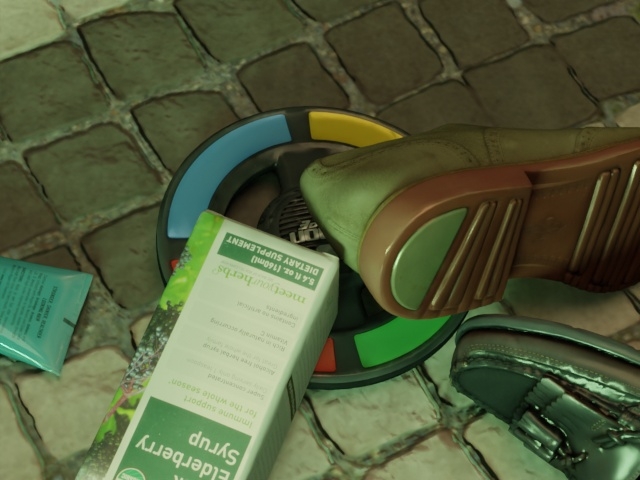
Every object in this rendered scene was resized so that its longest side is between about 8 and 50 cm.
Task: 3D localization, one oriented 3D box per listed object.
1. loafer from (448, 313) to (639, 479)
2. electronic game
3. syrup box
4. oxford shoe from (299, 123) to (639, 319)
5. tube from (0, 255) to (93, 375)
[{"bbox_3d":[0.217,0.141,0.972,0.302,0.109,0.095,23,62,5],"label":"loafer"},{"bbox_3d":[0.000,0.000,1.067,0.229,0.048,0.229,3,57,-5],"label":"electronic game"},{"bbox_3d":[-0.073,0.113,0.934,0.093,0.096,0.237,20,68,9],"label":"syrup box"},{"bbox_3d":[0.145,-0.041,1.037,0.348,0.123,0.130,-5,34,-38],"label":"oxford shoe"},{"bbox_3d":[-0.263,0.029,1.022,0.207,0.052,0.080,15,62,-3],"label":"tube"}]
